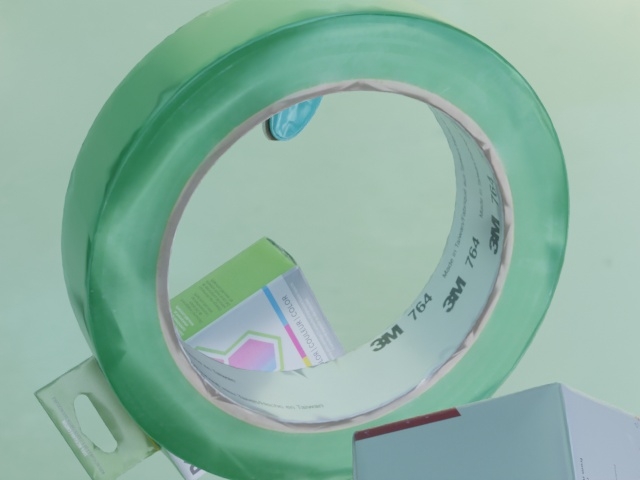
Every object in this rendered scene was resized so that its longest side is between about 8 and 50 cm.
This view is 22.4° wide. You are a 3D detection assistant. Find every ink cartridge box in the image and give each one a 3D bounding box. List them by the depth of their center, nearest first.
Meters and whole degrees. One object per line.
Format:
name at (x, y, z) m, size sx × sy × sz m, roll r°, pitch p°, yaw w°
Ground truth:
ink cartridge box at (0.120, 0.163, 0.857) m, size 0.176 × 0.128 × 0.127 m, roll 26°, pitch 53°, yaw -51°
ink cartridge box at (-0.091, 0.103, 1.194) m, size 0.209 × 0.062 × 0.109 m, roll -34°, pitch 124°, yaw -10°

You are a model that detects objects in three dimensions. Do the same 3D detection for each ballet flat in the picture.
ballet flat at (-0.015, -0.168, 1.446) m, size 0.057 × 0.052 × 0.168 m, roll 21°, pitch 95°, yaw -35°

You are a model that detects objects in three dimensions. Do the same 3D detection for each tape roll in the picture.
tape roll at (0.000, 0.000, 1.029) m, size 0.321 × 0.077 × 0.321 m, roll -9°, pitch 116°, yaw -18°
